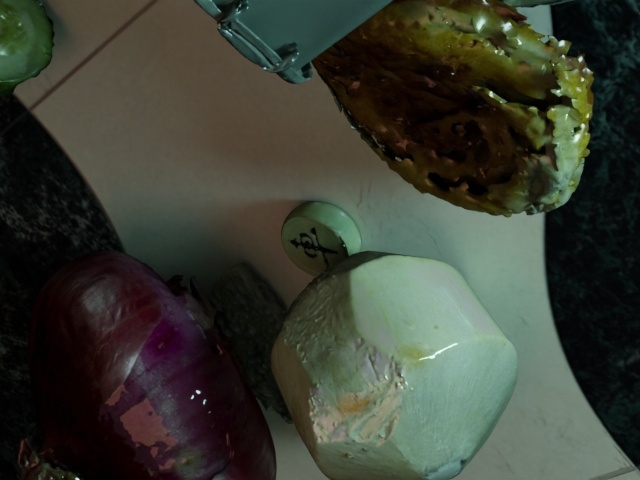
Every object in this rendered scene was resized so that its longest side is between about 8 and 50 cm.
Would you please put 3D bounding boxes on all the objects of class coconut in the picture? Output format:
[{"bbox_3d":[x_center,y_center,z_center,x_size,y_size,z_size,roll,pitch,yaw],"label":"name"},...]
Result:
[{"bbox_3d":[0.073,0.131,1.471,0.241,0.241,0.241,18,134,20],"label":"coconut"}]

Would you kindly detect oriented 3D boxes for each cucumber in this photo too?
[{"bbox_3d":[-0.383,-0.182,1.598,0.134,0.134,0.244,48,140,-11],"label":"cucumber"}]

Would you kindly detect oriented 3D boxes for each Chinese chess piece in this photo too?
[{"bbox_3d":[0.000,0.000,1.556,0.084,0.034,0.084,19,134,21],"label":"Chinese chess piece"}]

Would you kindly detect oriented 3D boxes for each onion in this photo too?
[{"bbox_3d":[-0.209,0.191,1.654,0.347,0.285,0.347,46,158,24],"label":"onion"}]

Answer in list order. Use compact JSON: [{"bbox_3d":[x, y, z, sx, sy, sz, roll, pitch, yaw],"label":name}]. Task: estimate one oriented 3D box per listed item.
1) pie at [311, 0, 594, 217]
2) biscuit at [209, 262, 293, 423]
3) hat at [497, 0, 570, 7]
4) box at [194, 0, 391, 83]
[{"bbox_3d":[0.104,-0.123,1.301,0.308,0.085,0.308,29,155,15],"label":"pie"},{"bbox_3d":[-0.051,0.137,1.709,0.133,0.032,0.250,-22,112,45],"label":"biscuit"},{"bbox_3d":[0.163,-0.245,1.226,0.175,0.085,0.147,-10,154,16],"label":"hat"},{"bbox_3d":[-0.023,-0.259,1.192,0.135,0.243,0.163,-29,137,21],"label":"box"}]
